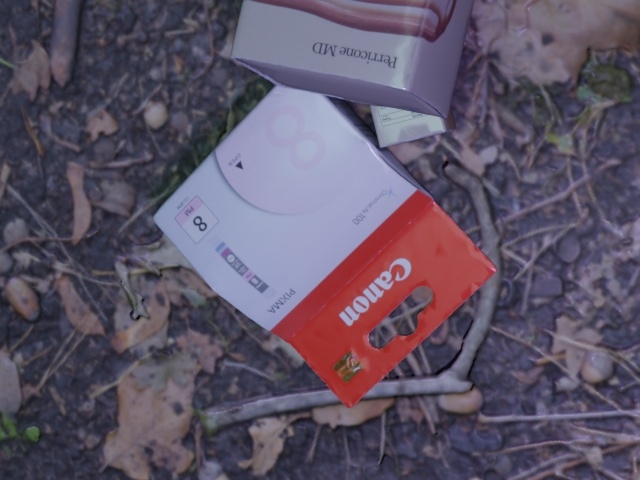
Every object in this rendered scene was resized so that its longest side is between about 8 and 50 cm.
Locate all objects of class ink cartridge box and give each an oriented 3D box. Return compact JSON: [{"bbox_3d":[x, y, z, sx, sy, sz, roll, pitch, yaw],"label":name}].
[{"bbox_3d":[0.000,0.000,1.366,0.189,0.066,0.232,-45,77,19],"label":"ink cartridge box"}]

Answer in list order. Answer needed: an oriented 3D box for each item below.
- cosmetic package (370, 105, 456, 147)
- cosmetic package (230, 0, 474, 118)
[{"bbox_3d":[0.066,-0.137,1.330,0.060,0.041,0.115,-12,93,19],"label":"cosmetic package"},{"bbox_3d":[0.048,-0.256,1.245,0.153,0.129,0.296,11,89,18],"label":"cosmetic package"}]
